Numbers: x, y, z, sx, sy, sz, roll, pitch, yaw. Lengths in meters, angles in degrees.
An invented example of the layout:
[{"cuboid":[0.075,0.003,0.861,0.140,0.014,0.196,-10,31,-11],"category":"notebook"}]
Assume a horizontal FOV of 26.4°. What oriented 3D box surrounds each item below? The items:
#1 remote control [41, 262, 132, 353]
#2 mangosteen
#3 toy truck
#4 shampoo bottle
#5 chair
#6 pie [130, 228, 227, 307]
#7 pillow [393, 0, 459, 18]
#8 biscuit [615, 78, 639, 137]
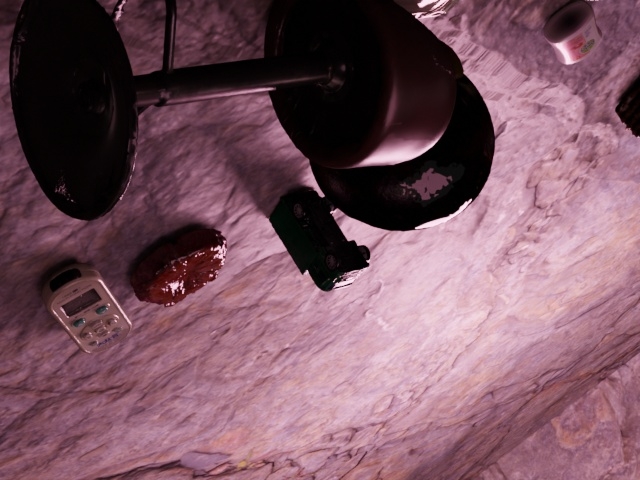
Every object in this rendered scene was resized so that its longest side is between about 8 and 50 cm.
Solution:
[{"cuboid":[-0.302,0.088,1.763,0.078,0.042,0.221,-29,154,-6],"category":"remote control"},{"cuboid":[0.097,-0.138,1.610,0.228,0.228,0.265,-22,140,-22],"category":"mangosteen"},{"cuboid":[0.000,0.000,1.827,0.065,0.147,0.079,-13,148,-38],"category":"toy truck"},{"cuboid":[0.343,-0.277,1.840,0.072,0.043,0.099,-36,155,8],"category":"shampoo bottle"},{"cuboid":[-0.077,-0.158,1.348,0.401,0.226,0.226,-11,148,-37],"category":"chair"},{"cuboid":[-0.184,0.038,1.811,0.153,0.038,0.153,-27,157,-13],"category":"pie"},{"cuboid":[0.088,-0.289,1.524,0.233,0.038,0.130,-12,152,-36],"category":"pillow"},{"cuboid":[0.605,-0.307,2.061,0.107,0.073,0.388,-9,147,-44],"category":"biscuit"}]
